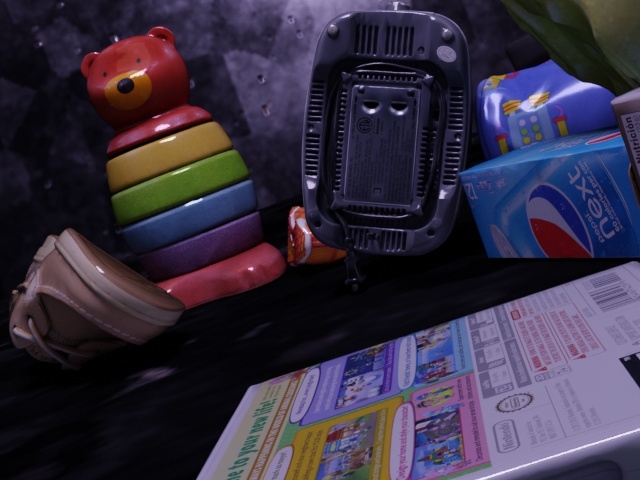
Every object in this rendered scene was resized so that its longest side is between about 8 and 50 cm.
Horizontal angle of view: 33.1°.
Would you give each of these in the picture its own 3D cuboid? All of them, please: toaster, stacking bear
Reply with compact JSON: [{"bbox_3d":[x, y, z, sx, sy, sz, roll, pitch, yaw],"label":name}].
[{"bbox_3d":[0.061,-0.074,0.883,0.129,0.226,0.146,4,1,13],"label":"toaster"},{"bbox_3d":[-0.161,-0.078,1.152,0.175,0.289,0.164,-19,6,11],"label":"stacking bear"}]

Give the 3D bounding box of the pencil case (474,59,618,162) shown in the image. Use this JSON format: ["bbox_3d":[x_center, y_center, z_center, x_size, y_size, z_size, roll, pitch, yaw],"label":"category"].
[{"bbox_3d":[0.278,-0.118,0.855,0.306,0.119,0.133,-17,32,23],"label":"pencil case"}]

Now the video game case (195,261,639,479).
[{"bbox_3d":[0.048,0.064,0.401,0.193,0.023,0.212,-19,6,8],"label":"video game case"}]

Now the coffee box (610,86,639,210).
[{"bbox_3d":[0.237,-0.043,0.377,0.141,0.098,0.246,-22,6,-16],"label":"coffee box"}]

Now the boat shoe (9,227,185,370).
[{"bbox_3d":[-0.212,0.066,0.962,0.110,0.122,0.341,-57,16,-11],"label":"boat shoe"}]

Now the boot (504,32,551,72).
[{"bbox_3d":[0.310,-0.175,1.032,0.244,0.176,0.088,-18,4,6],"label":"boot"}]

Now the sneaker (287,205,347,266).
[{"bbox_3d":[0.000,0.000,1.104,0.068,0.064,0.175,-1,8,-7],"label":"sneaker"}]

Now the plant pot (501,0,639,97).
[{"bbox_3d":[0.256,-0.206,0.687,0.254,0.276,0.276,-49,2,8],"label":"plant pot"}]

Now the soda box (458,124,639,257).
[{"bbox_3d":[0.170,-0.031,0.667,0.071,0.067,0.210,-22,6,-18],"label":"soda box"}]
